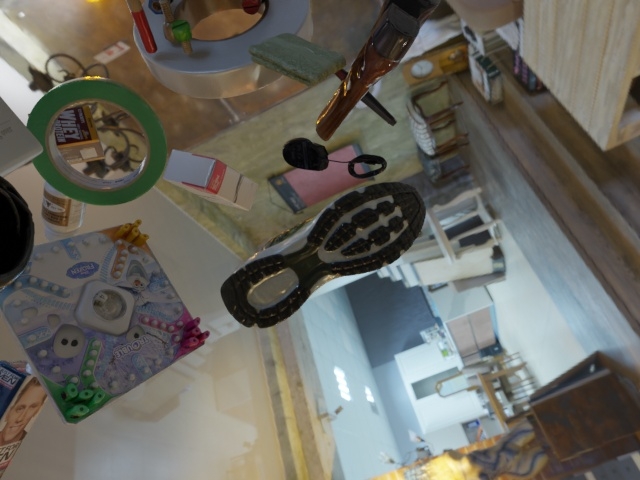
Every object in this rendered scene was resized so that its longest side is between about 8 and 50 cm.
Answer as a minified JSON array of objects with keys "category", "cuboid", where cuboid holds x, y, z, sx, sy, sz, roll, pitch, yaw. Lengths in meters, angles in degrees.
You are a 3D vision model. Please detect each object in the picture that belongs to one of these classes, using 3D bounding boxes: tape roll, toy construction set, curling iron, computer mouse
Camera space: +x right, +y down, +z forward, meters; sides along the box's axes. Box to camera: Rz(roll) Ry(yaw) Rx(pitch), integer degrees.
[{"category":"tape roll","cuboid":[-0.208,-0.476,0.974,0.072,0.393,0.391,78,175,-61]},{"category":"toy construction set","cuboid":[-0.256,-0.537,0.831,0.237,0.258,0.308,89,-154,-62]},{"category":"curling iron","cuboid":[0.066,-0.352,1.019,0.274,0.035,0.068,37,-119,-11]},{"category":"computer mouse","cuboid":[0.026,-0.175,0.926,0.041,0.242,0.071,-47,-37,-47]},{"category":"tape roll","cuboid":[-0.565,-0.250,1.142,0.321,0.321,0.077,59,177,-32]}]

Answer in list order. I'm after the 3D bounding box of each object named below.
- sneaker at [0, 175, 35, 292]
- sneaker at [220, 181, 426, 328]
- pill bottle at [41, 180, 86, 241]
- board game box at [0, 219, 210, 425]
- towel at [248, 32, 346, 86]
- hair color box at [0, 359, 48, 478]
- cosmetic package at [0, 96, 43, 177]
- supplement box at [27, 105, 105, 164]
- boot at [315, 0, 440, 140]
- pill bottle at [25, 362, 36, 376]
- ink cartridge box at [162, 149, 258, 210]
[{"category":"sneaker","cuboid":[-0.342,-0.048,0.396,0.295,0.147,0.104,65,-168,20]},{"category":"sneaker","cuboid":[0.000,0.000,0.854,0.158,0.411,0.182,62,-178,-18]},{"category":"pill bottle","cuboid":[-0.887,-0.106,1.531,0.131,0.229,0.131,19,-149,-12]},{"category":"board game box","cuboid":[-0.490,0.150,1.029,0.389,0.050,0.390,57,-148,4]},{"category":"towel","cuboid":[-0.041,-0.319,0.768,0.148,0.110,0.027,32,144,18]},{"category":"hair color box","cuboid":[-0.940,0.532,1.298,0.105,0.347,0.174,24,168,8]},{"category":"cosmetic package","cuboid":[-0.671,-0.156,0.532,0.393,0.328,0.329,61,-164,-27]},{"category":"supplement box","cuboid":[-0.899,-0.368,1.583,0.194,0.192,0.128,-28,79,68]},{"category":"boot","cuboid":[0.107,-0.355,0.874,0.096,0.280,0.264,25,-124,-15]},{"category":"pill bottle","cuboid":[-0.645,0.295,1.030,0.083,0.044,0.043,95,155,-72]},{"category":"ink cartridge box","cuboid":[-0.392,-0.215,1.621,0.283,0.208,0.117,28,-102,-64]}]
